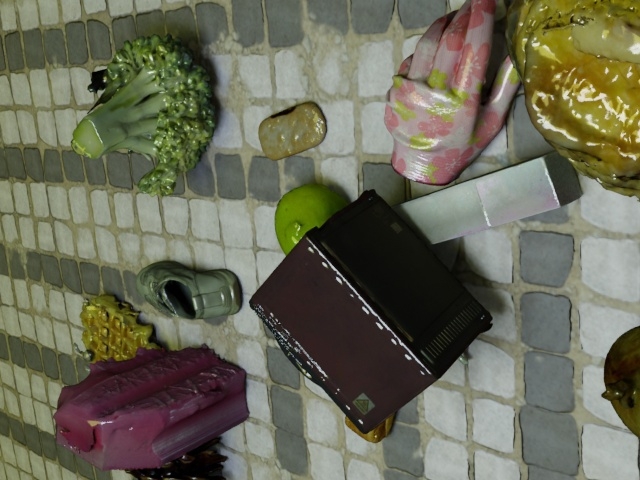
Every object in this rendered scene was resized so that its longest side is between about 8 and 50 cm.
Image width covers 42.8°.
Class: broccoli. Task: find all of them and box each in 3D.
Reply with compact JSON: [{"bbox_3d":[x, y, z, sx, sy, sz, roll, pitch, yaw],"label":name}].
[{"bbox_3d":[-0.307,-0.199,1.343,0.247,0.243,0.263,26,126,20],"label":"broccoli"}]

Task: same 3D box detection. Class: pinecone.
[{"bbox_3d":[-0.272,0.425,1.560,0.208,0.208,0.207,15,113,39],"label":"pinecone"}]

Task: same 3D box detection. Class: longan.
[{"bbox_3d":[0.373,0.155,0.872,0.155,0.176,0.145,139,133,-68],"label":"longan"}]

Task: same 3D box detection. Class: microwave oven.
[{"bbox_3d":[0.061,0.092,1.056,0.247,0.178,0.188,47,135,8],"label":"microwave oven"}]

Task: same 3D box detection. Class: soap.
[{"bbox_3d":[-0.302,0.291,1.442,0.220,0.325,0.127,19,112,36],"label":"soap"}]

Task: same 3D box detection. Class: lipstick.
[{"bbox_3d":[0.177,-0.040,1.064,0.317,0.066,0.068,-19,91,45],"label":"lipstick"}]

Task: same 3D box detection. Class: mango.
[{"bbox_3d":[-0.001,0.000,1.223,0.119,0.100,0.178,-33,88,41],"label":"mango"}]

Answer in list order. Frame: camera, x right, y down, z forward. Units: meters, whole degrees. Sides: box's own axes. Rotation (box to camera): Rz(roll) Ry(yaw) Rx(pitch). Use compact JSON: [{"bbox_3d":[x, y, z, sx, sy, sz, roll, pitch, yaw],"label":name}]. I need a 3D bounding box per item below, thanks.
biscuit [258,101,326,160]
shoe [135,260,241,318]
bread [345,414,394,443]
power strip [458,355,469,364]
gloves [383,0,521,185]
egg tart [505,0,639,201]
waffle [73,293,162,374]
[{"bbox_3d":[-0.047,-0.168,1.267,0.147,0.018,0.071,-14,96,43],"label":"biscuit"},{"bbox_3d":[-0.266,0.095,1.504,0.275,0.098,0.103,-1,99,45],"label":"shoe"},{"bbox_3d":[0.081,0.246,1.257,0.074,0.053,0.132,30,122,38],"label":"bread"},{"bbox_3d":[0.154,0.101,1.148,0.175,0.042,0.075,56,133,13],"label":"power strip"},{"bbox_3d":[0.161,-0.192,0.998,0.145,0.126,0.241,34,131,34],"label":"gloves"},{"bbox_3d":[0.293,-0.154,0.826,0.297,0.132,0.297,41,155,24],"label":"egg tart"},{"bbox_3d":[-0.413,0.241,1.717,0.262,0.060,0.280,-25,87,41],"label":"waffle"}]
